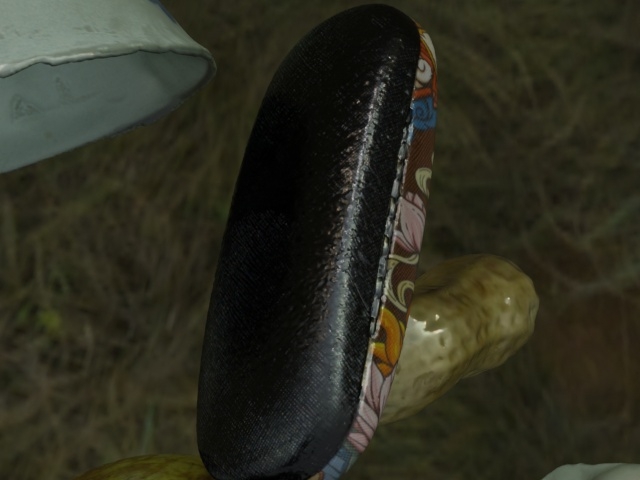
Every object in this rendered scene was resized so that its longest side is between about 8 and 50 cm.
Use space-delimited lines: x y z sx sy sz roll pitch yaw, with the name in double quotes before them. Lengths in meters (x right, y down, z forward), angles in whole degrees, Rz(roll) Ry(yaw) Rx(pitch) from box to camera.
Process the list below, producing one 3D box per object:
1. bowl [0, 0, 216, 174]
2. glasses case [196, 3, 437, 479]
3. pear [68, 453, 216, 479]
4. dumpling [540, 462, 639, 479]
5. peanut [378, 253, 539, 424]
"bowl" -0.235 -0.136 1.175 0.313 0.313 0.146 -18 84 13
"glasses case" 0.000 0.000 1.057 0.082 0.321 0.122 30 147 -33
"pear" -0.087 0.272 1.083 0.284 0.283 0.283 1 120 2
"dumpling" 0.222 0.226 1.159 0.124 0.229 0.151 28 81 -39
"peanut" 0.085 0.075 1.366 0.098 0.229 0.103 35 126 27
